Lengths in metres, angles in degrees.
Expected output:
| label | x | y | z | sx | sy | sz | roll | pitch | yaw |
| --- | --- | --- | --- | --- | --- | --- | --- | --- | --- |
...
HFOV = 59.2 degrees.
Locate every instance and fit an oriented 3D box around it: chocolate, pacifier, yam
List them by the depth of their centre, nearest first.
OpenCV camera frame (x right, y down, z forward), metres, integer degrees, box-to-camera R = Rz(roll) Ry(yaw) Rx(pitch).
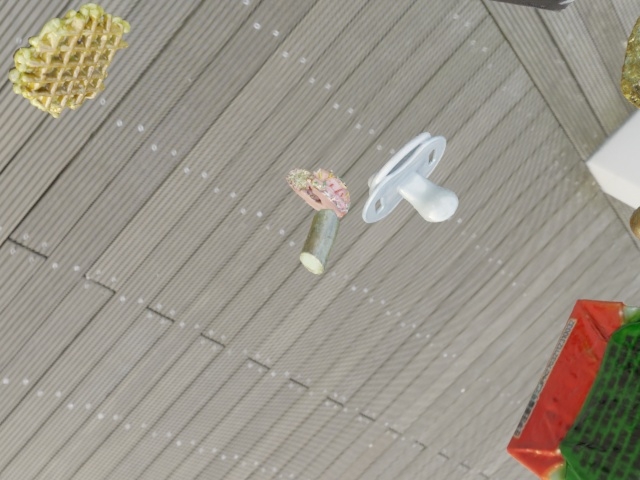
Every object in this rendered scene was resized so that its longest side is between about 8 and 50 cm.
| label | x | y | z | sx | sy | sz | roll | pitch | yaw |
| --- | --- | --- | --- | --- | --- | --- | --- | --- | --- |
| chocolate | 0.533 | 0.294 | 0.985 | 0.161 | 0.341 | 0.360 | 29 | 85 | -7 |
| yam | 0.000 | 0.000 | 1.302 | 0.070 | 0.070 | 0.146 | 34 | 66 | -36 |
| pacifier | 0.231 | -0.123 | 1.343 | 0.279 | 0.207 | 0.227 | -42 | 164 | -7 |

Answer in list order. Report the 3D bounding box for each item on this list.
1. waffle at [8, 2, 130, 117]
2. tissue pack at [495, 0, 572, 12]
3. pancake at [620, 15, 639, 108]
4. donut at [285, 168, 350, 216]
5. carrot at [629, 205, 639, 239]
| label | x | y | z | sx | sy | sz | roll | pitch | yaw |
| --- | --- | --- | --- | --- | --- | --- | --- | --- | --- |
| waffle | -0.581 | -0.420 | 1.329 | 0.301 | 0.281 | 0.058 | -45 | 83 | 9 |
| tissue pack | 0.413 | -0.586 | 1.146 | 0.332 | 0.245 | 0.123 | 2 | 78 | -13 |
| pancake | 0.263 | -0.142 | 0.408 | 0.017 | 0.108 | 0.108 | 7 | 116 | -22 |
| donut | 0.008 | -0.155 | 1.760 | 0.199 | 0.233 | 0.085 | 42 | 76 | -29 |
| carrot | 0.528 | -0.089 | 0.682 | 0.070 | 0.070 | 0.342 | 1 | 156 | -25 |
